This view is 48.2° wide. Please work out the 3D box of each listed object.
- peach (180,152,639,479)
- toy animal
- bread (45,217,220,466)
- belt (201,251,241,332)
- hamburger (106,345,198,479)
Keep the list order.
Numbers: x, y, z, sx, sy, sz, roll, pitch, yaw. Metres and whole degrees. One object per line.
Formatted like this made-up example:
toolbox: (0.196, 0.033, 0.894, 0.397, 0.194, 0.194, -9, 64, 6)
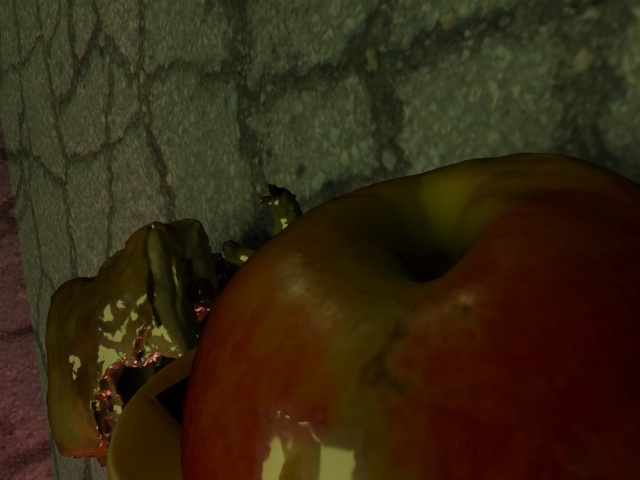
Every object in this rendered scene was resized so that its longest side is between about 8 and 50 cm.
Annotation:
peach: (0.100, 0.141, 0.472, 0.388, 0.389, 0.387, 15, 109, 54)
toy animal: (-0.026, 0.042, 0.850, 0.101, 0.103, 0.218, -28, 89, 31)
bread: (-0.263, 0.164, 0.990, 0.370, 0.192, 0.313, -33, 63, 53)
belt: (-0.163, 0.169, 1.095, 0.126, 0.094, 0.359, 57, 137, 39)
hamburger: (-0.070, 0.224, 0.723, 0.300, 0.300, 0.176, 22, 139, 52)
